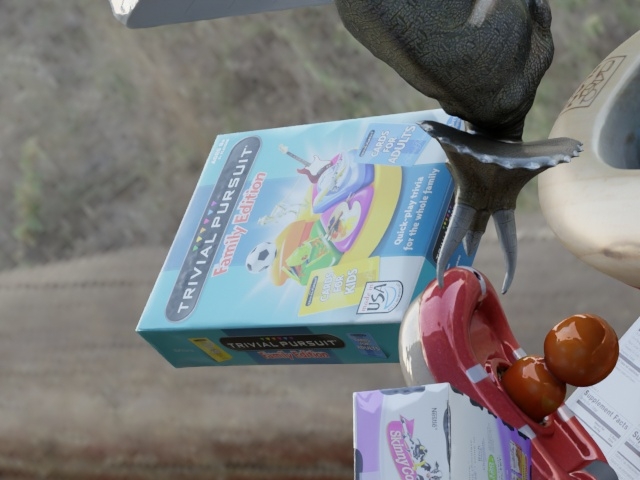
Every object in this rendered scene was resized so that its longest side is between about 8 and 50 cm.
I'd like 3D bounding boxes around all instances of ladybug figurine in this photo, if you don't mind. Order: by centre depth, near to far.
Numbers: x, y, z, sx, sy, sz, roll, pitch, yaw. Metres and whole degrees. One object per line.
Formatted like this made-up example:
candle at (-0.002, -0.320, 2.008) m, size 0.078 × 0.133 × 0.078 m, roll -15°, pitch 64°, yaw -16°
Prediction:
ladybug figurine at (0.336, -0.068, 1.387) m, size 0.305 × 0.162 × 0.449 m, roll -52°, pitch 23°, yaw -16°

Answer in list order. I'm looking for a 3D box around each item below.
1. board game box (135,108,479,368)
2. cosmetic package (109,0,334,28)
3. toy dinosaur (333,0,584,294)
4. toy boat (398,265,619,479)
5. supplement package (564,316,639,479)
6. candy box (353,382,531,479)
board game box at (0.000, 0.000, 1.924) m, size 0.336 × 0.079 × 0.253 m, roll -4°, pitch 53°, yaw 37°
cosmetic package at (-0.004, -0.427, 1.759) m, size 0.394 × 0.327 × 0.329 m, roll -11°, pitch -17°, yaw -29°
toy dinosaur at (0.062, -0.130, 1.003) m, size 0.121 × 0.313 × 0.160 m, roll -17°, pitch 44°, yaw 21°
toy boat at (0.173, 0.112, 1.531) m, size 0.151 × 0.231 × 0.151 m, roll -41°, pitch -11°, yaw 20°
supplement package at (0.335, 0.211, 1.680) m, size 0.262 × 0.199 × 0.198 m, roll -49°, pitch 32°, yaw 2°
candy box at (0.087, 0.198, 1.298) m, size 0.070 × 0.196 × 0.164 m, roll -7°, pitch 71°, yaw 21°
